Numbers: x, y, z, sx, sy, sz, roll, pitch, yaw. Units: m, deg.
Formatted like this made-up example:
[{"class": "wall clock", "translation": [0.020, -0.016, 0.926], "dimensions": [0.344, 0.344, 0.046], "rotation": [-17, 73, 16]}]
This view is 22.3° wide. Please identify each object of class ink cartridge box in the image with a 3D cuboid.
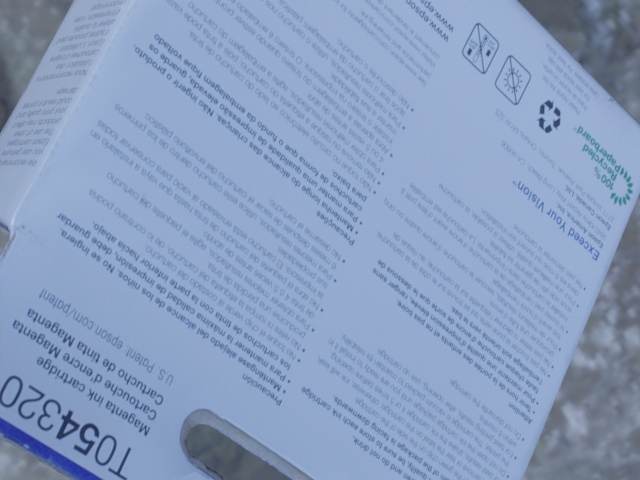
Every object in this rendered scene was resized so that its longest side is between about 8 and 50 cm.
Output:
[{"class": "ink cartridge box", "translation": [0.000, 0.000, 0.778], "dimensions": [0.324, 0.071, 0.330], "rotation": [39, 67, -33]}]
